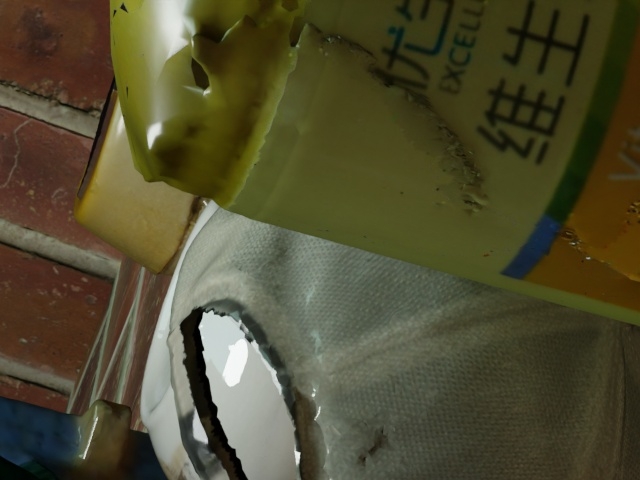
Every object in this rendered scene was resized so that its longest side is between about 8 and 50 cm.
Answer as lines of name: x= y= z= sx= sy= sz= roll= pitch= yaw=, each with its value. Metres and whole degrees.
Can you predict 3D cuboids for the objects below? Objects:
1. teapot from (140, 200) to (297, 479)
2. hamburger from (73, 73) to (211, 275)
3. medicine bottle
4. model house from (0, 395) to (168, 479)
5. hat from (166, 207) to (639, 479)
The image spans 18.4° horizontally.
teapot: x=-0.015 y=0.053 z=1.090 sx=0.298 sy=0.139 sz=0.204 roll=-108 pitch=36 yaw=-71
hamburger: x=-0.117 y=-0.111 z=1.858 sx=0.300 sy=0.176 sz=0.300 roll=-162 pitch=90 yaw=-80
medicine bottle: x=0.065 y=-0.042 z=0.498 sx=0.124 sy=0.238 sz=0.124 roll=-163 pitch=90 yaw=-79
model house: x=-0.280 y=0.288 z=1.595 sx=0.382 sy=0.334 sz=0.343 roll=-159 pitch=86 yaw=-70
hat: x=0.047 y=0.069 z=0.694 sx=0.275 sy=0.161 sz=0.232 roll=66 pitch=-164 yaw=-69
